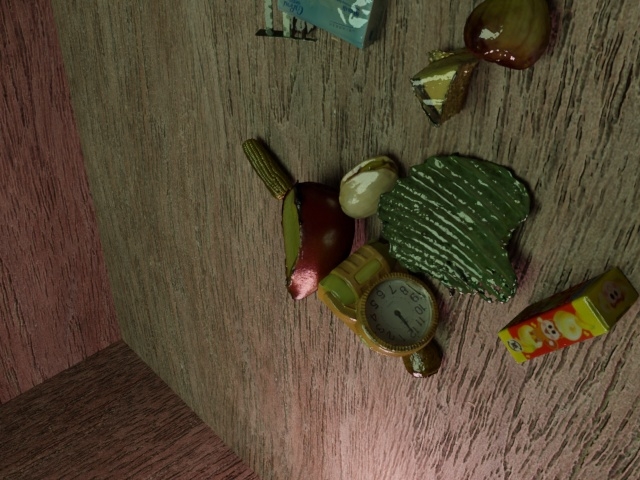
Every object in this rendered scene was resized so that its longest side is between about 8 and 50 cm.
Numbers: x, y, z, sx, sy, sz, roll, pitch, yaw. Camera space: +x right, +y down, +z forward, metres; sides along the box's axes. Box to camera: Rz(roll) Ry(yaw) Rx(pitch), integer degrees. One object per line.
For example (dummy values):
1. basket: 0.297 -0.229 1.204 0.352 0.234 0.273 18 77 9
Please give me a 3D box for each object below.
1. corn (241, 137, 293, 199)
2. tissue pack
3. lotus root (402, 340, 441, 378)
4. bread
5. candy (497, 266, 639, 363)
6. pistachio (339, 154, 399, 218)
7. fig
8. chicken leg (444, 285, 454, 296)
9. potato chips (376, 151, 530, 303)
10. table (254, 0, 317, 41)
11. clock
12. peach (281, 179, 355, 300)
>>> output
1. corn: -0.167 -0.229 2.073 0.231 0.080 0.080 56 145 10
2. tissue pack: 0.027 -0.585 1.538 0.263 0.089 0.177 33 136 21
3. lotus root: 0.275 0.308 1.891 0.108 0.094 0.190 -28 85 20
4. bread: 0.278 -0.328 1.397 0.127 0.147 0.152 0 121 38
5. candy: 0.532 0.168 1.424 0.088 0.146 0.276 57 146 6
6. pistachio: 0.132 -0.142 1.732 0.145 0.117 0.200 29 126 -23
7. fig: 0.373 -0.425 1.212 0.160 0.143 0.230 21 133 -16
8. chicken leg: 0.343 0.113 1.725 0.036 0.021 0.083 23 133 20
9. potato chips: 0.318 -0.024 1.583 0.390 0.097 0.372 18 123 36
10. table: -0.086 -0.607 1.707 0.176 0.062 0.146 9 127 11
11. clock: 0.173 0.176 1.808 0.317 0.244 0.200 47 164 11
12. peach: 0.000 0.000 1.880 0.258 0.202 0.361 -138 50 -72
